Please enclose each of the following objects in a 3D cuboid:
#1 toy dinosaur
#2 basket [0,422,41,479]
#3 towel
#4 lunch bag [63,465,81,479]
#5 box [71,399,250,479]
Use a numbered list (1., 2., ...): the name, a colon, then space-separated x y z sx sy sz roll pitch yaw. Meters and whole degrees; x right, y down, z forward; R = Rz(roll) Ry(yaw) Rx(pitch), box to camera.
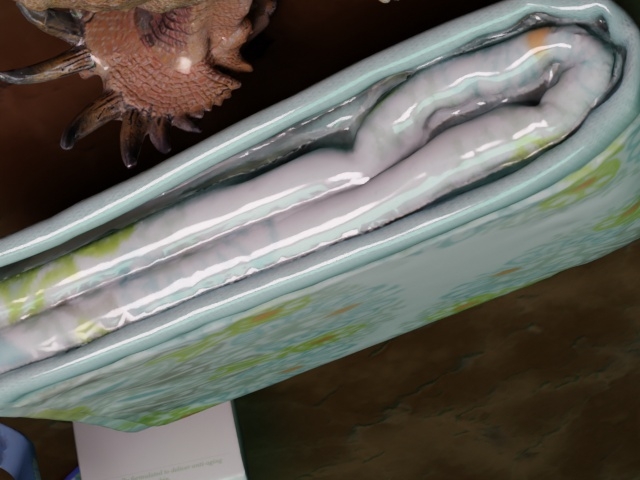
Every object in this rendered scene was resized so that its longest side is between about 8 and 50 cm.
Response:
1. toy dinosaur: -0.104 -0.136 0.870 0.295 0.127 0.200 27 133 -36
2. basket: -0.269 0.106 0.997 0.289 0.255 0.201 21 93 -20
3. towel: 0.000 0.000 1.022 0.374 0.090 0.320 -21 170 9
4. lunch bag: -0.118 0.207 1.297 0.151 0.129 0.096 -18 138 5
5. box: -0.097 0.135 1.233 0.101 0.102 0.087 -11 141 -4
